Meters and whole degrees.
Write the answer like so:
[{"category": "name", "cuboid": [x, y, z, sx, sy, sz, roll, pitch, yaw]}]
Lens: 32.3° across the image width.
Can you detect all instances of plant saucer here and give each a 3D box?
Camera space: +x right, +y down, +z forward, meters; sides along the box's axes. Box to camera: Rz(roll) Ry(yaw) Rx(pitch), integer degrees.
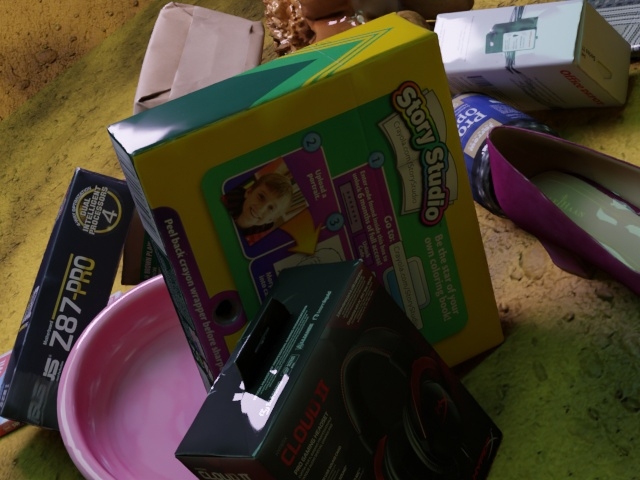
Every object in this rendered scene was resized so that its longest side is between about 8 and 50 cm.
[{"category": "plant saucer", "cuboid": [-0.129, 0.179, 1.269, 0.332, 0.084, 0.332, -2, 52, 3]}]

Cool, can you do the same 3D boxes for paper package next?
[{"category": "paper package", "cuboid": [-0.188, -0.132, 1.636, 0.168, 0.325, 0.309, 8, 36, -5]}]

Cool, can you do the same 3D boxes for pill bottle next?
[{"category": "pill bottle", "cuboid": [0.220, -0.098, 1.334, 0.123, 0.123, 0.219, -40, 28, -1]}]

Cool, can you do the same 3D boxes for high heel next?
[{"category": "high heel", "cuboid": [0.311, -0.023, 1.057, 0.127, 0.181, 0.377, -51, 30, -20]}]

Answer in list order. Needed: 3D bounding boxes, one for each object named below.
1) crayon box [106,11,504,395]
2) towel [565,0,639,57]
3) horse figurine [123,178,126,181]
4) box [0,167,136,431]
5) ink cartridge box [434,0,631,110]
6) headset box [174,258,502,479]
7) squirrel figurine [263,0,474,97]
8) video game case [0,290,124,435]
[{"category": "crayon box", "cuboid": [0.000, 0.000, 1.114, 0.313, 0.363, 0.106, -24, 29, -14]}, {"category": "towel", "cuboid": [0.473, -0.346, 1.481, 0.324, 0.056, 0.312, 8, 56, 51]}, {"category": "horse figurine", "cuboid": [-0.246, -0.112, 1.970, 0.263, 0.066, 0.174, -22, 27, 25]}, {"category": "box", "cuboid": [-0.351, 0.094, 1.506, 0.395, 0.097, 0.318, 159, 126, -72]}, {"category": "ink cartridge box", "cuboid": [0.264, -0.227, 1.389, 0.208, 0.153, 0.087, 3, 78, 38]}, {"category": "headset box", "cuboid": [0.019, 0.175, 1.004, 0.110, 0.293, 0.218, -9, 40, 43]}, {"category": "squirrel figurine", "cuboid": [0.027, -0.317, 1.614, 0.397, 0.370, 0.281, 6, 53, 53]}, {"category": "video game case", "cuboid": [-0.441, 0.209, 1.784, 0.285, 0.025, 0.204, -28, 31, 21]}]
